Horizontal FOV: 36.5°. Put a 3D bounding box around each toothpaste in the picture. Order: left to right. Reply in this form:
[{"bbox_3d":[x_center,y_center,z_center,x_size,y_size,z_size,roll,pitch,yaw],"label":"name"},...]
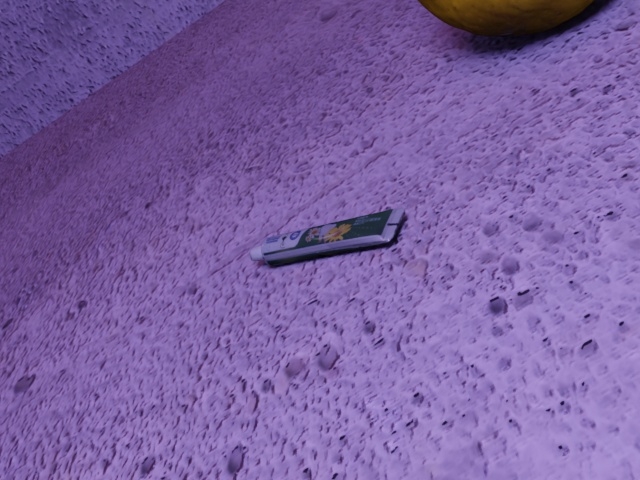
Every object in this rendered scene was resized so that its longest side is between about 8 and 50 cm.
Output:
[{"bbox_3d":[0.000,0.000,1.032,0.204,0.031,0.049,-12,37,39],"label":"toothpaste"}]

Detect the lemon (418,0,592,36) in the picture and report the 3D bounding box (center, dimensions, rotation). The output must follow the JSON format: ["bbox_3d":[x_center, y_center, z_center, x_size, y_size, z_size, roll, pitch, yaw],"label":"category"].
[{"bbox_3d":[0.212,-0.356,1.099,0.310,0.253,0.253,-7,39,52],"label":"lemon"}]
